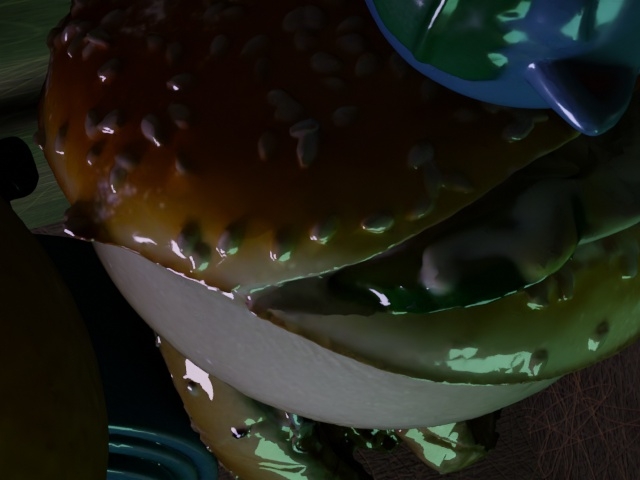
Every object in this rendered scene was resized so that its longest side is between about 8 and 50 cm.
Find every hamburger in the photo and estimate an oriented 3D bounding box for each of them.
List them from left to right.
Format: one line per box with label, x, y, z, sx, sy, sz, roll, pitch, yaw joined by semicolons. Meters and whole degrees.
hamburger;0.000;0.000;0.981;0.195;0.318;0.277;-14;148;18
hamburger;0.018;-0.041;0.506;0.237;0.237;0.147;-16;141;-29

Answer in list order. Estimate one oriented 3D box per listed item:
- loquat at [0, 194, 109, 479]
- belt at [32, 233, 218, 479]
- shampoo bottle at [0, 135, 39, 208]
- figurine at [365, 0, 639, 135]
loquat;-0.252;0.094;0.629;0.328;0.328;0.328;-16;-179;0
belt;-0.287;0.131;0.975;0.437;0.173;0.300;1;146;-23
shampoo bottle;-0.304;-0.017;0.992;0.246;0.079;0.080;-16;-178;18
figurine;0.082;-0.112;0.392;0.144;0.114;0.178;-47;174;38
